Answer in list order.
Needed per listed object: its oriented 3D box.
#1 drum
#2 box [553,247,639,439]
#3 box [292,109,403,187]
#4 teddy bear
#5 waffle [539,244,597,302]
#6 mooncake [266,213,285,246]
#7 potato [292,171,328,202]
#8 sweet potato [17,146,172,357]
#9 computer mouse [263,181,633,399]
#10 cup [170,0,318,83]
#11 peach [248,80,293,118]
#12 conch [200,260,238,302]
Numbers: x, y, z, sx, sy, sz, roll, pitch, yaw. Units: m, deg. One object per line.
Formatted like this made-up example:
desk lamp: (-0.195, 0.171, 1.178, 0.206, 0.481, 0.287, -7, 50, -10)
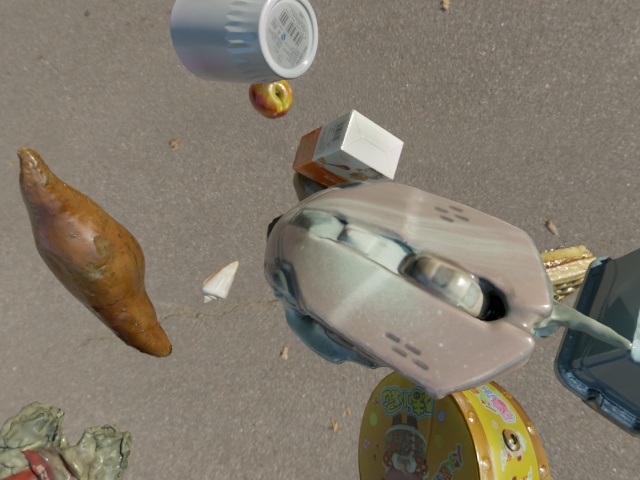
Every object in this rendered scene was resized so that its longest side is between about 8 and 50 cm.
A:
drum: (0.287, 0.516, 0.956, 0.214, 0.431, 0.431, 14, 90, -25)
box: (0.411, 0.119, 0.502, 0.162, 0.130, 0.227, 35, 60, 10)
box: (0.080, -0.288, 1.400, 0.225, 0.341, 0.143, 24, 77, -28)
teddy bear: (-0.423, 0.506, 0.700, 0.367, 0.224, 0.357, 12, 52, 5)
waffle: (0.651, 0.148, 1.301, 0.376, 0.261, 0.114, -11, 58, -14)
mooncake: (-0.119, 0.004, 1.695, 0.228, 0.124, 0.228, 9, 53, -11)
potato: (-0.006, -0.181, 1.667, 0.195, 0.176, 0.369, -34, 68, 23)
sweet potato: (-0.302, 0.031, 0.560, 0.112, 0.112, 0.359, -4, 131, 7)
computer mouse: (0.059, 0.028, 0.392, 0.389, 0.115, 0.199, 17, 70, 47)
cup: (-0.208, -0.553, 1.094, 0.371, 0.253, 0.253, 23, 91, 38)
peach: (-0.217, -0.624, 1.776, 0.190, 0.192, 0.190, -6, 105, -22)
conch: (-0.360, 0.142, 1.437, 0.094, 0.104, 0.176, 21, 75, -12)
